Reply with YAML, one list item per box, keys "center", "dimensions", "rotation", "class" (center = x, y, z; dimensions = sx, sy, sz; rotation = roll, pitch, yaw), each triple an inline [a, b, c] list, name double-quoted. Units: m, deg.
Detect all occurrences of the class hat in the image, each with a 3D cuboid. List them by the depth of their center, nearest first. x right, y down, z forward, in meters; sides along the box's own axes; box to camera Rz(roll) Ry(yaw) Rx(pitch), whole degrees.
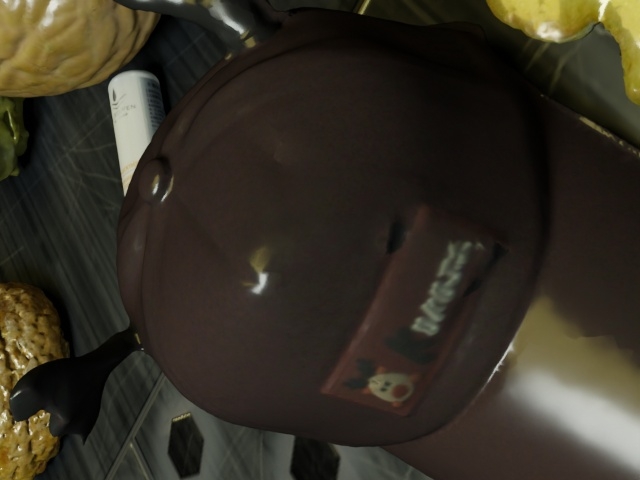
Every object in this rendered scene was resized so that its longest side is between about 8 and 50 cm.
- center: [-0.004, 0.007, 0.434]
  dimensions: [0.336, 0.209, 0.238]
  rotation: [35, 110, 43]
  class: "hat"

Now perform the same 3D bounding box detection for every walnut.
- center: [-0.201, -0.201, 0.691]
  dimensions: [0.213, 0.213, 0.213]
  rotation: [-4, 84, 49]
  class: "walnut"

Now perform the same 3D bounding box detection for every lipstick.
- center: [-0.125, -0.055, 0.705]
  dimensions: [0.040, 0.040, 0.141]
  rotation: [-32, 63, 44]
  class: "lipstick"

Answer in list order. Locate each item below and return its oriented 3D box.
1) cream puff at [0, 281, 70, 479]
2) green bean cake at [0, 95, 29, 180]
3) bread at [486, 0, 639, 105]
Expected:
- center: [-0.317, 0.123, 0.818]
  dimensions: [0.183, 0.169, 0.183]
  rotation: [-5, 84, 51]
  class: "cream puff"
- center: [-0.388, -0.191, 0.889]
  dimensions: [0.310, 0.202, 0.285]
  rotation: [31, 137, 46]
  class: "green bean cake"
- center: [0.159, -0.136, 0.368]
  dimensions: [0.149, 0.065, 0.188]
  rotation: [33, 95, 26]
  class: "bread"
